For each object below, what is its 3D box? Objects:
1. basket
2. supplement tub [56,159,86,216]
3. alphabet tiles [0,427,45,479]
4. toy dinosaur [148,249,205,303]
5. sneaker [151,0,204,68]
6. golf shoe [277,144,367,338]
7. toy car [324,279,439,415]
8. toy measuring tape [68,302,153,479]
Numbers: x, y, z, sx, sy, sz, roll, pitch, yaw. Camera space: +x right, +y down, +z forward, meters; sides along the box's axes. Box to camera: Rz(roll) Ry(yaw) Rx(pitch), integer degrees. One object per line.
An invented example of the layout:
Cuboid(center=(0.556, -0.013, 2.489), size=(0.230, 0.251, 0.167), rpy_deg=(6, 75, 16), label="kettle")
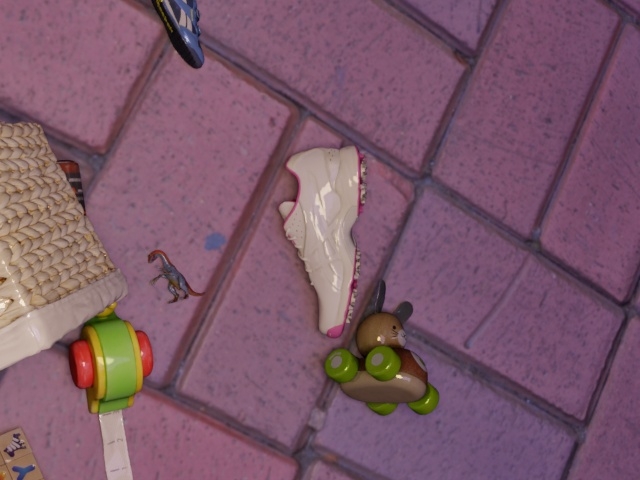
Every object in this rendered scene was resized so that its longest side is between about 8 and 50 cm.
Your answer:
Cuboid(center=(-0.455, 0.040, 1.113), size=(0.328, 0.331, 0.266), rpy_deg=(-24, 96, 7), label="basket")
Cuboid(center=(-0.375, -0.009, 1.325), size=(0.106, 0.106, 0.198), rpy_deg=(-9, 93, -25), label="supplement tub")
Cuboid(center=(-0.473, 0.319, 1.258), size=(0.198, 0.009, 0.237), rpy_deg=(-19, 74, -38), label="alphabet tiles")
Cuboid(center=(-0.227, 0.053, 1.438), size=(0.090, 0.047, 0.082), rpy_deg=(-7, 81, -57), label="toy dinosaur")
Cuboid(center=(-0.204, -0.332, 1.442), size=(0.059, 0.053, 0.144), rpy_deg=(-28, 101, -25), label="sneaker")
Cuboid(center=(0.000, 0.000, 1.510), size=(0.140, 0.115, 0.306), rpy_deg=(3, 90, 1), label="golf shoe")
Cuboid(center=(0.112, 0.165, 1.532), size=(0.155, 0.149, 0.188), rpy_deg=(44, 50, -41), label="toy car")
Cuboid(center=(-0.289, 0.231, 1.351), size=(0.121, 0.121, 0.330), rpy_deg=(-8, 92, -25), label="toy measuring tape")
